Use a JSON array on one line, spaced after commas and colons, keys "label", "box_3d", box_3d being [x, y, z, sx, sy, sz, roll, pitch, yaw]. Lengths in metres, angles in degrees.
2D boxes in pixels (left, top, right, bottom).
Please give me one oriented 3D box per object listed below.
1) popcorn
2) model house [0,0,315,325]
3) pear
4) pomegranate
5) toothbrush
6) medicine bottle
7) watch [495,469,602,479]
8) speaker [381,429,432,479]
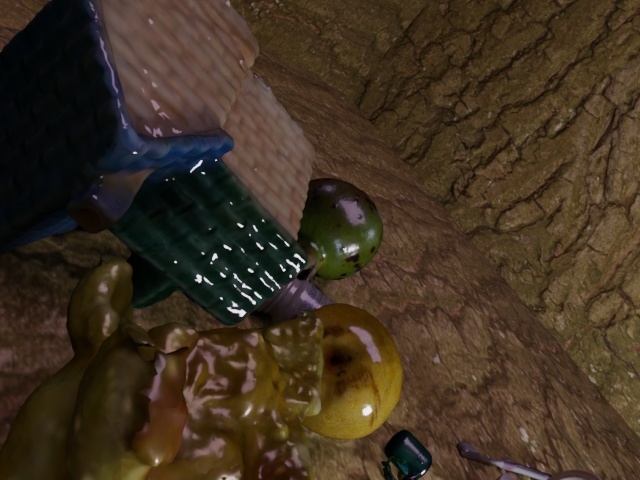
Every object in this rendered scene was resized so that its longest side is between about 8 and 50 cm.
[{"label": "popcorn", "box_3d": [-0.151, 0.177, 0.483, 0.326, 0.290, 0.321, 51, 14, 8]}, {"label": "model house", "box_3d": [-0.255, -0.090, 0.736, 0.445, 0.394, 0.400, 47, 32, -36]}, {"label": "pear", "box_3d": [0.033, 0.208, 0.834, 0.208, 0.209, 0.209, 35, 24, -18]}, {"label": "pomegranate", "box_3d": [0.018, -0.002, 1.129, 0.242, 0.242, 0.306, 35, 28, -20]}, {"label": "toothbrush", "box_3d": [0.426, 0.507, 1.185, 0.353, 0.024, 0.029, 28, 18, -31]}, {"label": "medicine bottle", "box_3d": [-0.048, 0.121, 0.968, 0.168, 0.105, 0.105, 40, 23, -8]}, {"label": "watch", "box_3d": [0.437, 0.508, 0.933, 0.196, 0.231, 0.244, 38, 26, -7]}, {"label": "speaker", "box_3d": [0.147, 0.378, 0.897, 0.075, 0.060, 0.094, 45, 23, 7]}]
